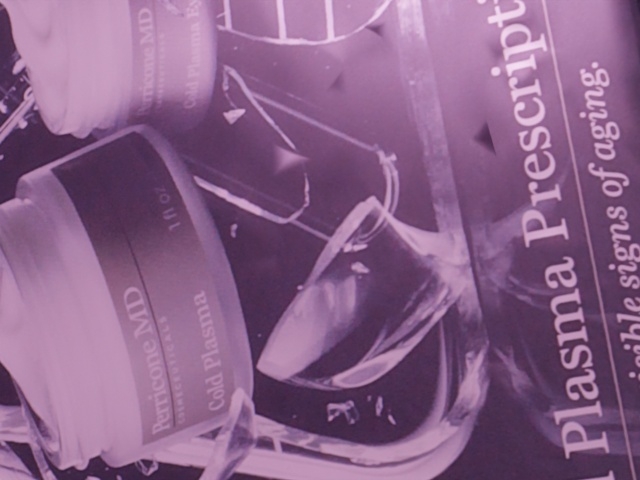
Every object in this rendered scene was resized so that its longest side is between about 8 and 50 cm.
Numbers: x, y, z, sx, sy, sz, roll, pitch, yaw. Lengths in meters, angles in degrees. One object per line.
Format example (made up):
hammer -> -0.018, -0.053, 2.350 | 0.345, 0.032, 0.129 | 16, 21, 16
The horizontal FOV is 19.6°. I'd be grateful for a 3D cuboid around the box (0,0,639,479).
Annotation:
box -> 0.000, 0.000, 0.635 | 0.312, 0.179, 0.343 | -13, 87, 28
